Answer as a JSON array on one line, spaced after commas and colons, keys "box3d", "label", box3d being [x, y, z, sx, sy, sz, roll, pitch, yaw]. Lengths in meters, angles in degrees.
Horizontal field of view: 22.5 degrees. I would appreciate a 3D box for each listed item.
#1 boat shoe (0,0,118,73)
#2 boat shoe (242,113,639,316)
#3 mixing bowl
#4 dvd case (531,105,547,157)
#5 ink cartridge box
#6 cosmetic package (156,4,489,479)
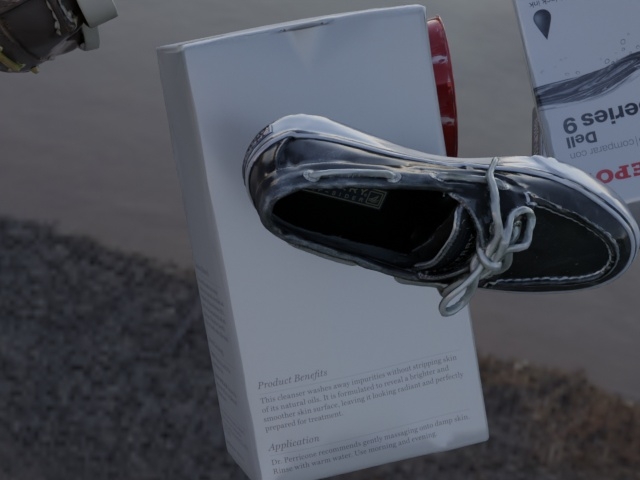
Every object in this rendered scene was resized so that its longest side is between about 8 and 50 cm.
[{"box3d": [-0.208, -0.167, 1.101, 0.097, 0.116, 0.324, -27, 11, -8], "label": "boat shoe"}, {"box3d": [0.097, -0.010, 1.143, 0.306, 0.113, 0.105, 18, 25, -20], "label": "boat shoe"}, {"box3d": [0.099, -0.170, 1.886, 0.098, 0.181, 0.181, -6, 33, -3], "label": "mixing bowl"}, {"box3d": [0.357, -0.063, 1.916, 0.239, 0.029, 0.179, 26, 36, -12], "label": "dvd case"}, {"box3d": [0.302, -0.157, 1.507, 0.211, 0.121, 0.289, -13, 72, 8], "label": "ink cartridge box"}, {"box3d": [0.000, 0.000, 1.395, 0.217, 0.385, 0.156, -10, 7, -13], "label": "cosmetic package"}]
